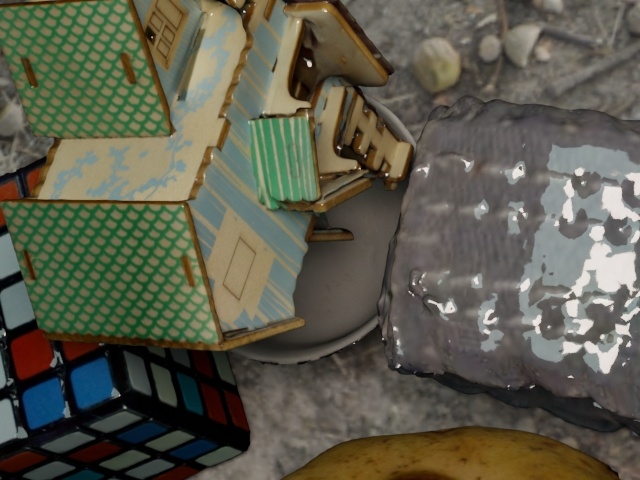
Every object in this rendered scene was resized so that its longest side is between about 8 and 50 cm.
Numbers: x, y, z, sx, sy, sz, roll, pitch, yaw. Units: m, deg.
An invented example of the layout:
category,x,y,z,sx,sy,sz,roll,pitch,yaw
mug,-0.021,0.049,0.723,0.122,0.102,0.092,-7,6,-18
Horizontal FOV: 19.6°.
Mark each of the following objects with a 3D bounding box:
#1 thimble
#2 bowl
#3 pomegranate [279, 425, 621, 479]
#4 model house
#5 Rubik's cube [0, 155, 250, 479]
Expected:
category,x,y,z,sx,sy,sz,roll,pitch,yaw
thimble,0.154,0.021,1.077,0.236,0.205,0.172,16,80,-5
bowl,0.000,0.000,1.225,0.189,0.086,0.189,-8,70,23
pomegranate,0.070,0.234,1.012,0.281,0.281,0.281,-7,71,22
model house,-0.069,-0.032,1.056,0.178,0.271,0.206,5,62,31
Rubik's cube,-0.178,0.075,1.225,0.184,0.182,0.187,-26,66,14
